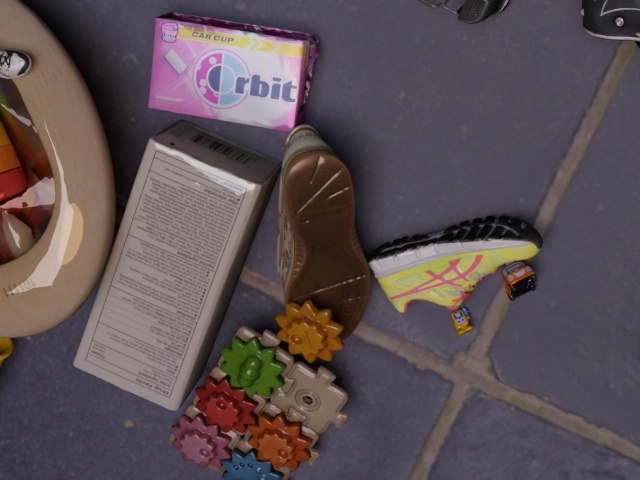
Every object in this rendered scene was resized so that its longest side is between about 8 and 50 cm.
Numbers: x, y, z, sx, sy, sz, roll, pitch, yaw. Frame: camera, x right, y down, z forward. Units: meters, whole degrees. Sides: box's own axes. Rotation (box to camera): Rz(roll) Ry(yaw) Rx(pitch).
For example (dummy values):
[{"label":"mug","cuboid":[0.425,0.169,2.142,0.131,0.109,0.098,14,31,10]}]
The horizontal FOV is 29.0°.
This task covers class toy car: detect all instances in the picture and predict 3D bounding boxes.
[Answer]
[{"label":"toy car","cuboid":[0.198,0.062,1.456,0.122,0.060,0.040,-32,66,12]}]

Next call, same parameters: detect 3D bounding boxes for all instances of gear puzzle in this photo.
[{"label":"gear puzzle","cuboid":[-0.062,0.202,1.511,0.175,0.044,0.339,34,126,1]}]

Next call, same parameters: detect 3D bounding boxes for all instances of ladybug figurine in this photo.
[{"label":"ladybug figurine","cuboid":[-0.387,-0.107,1.449,0.305,0.162,0.449,-20,89,12]}]

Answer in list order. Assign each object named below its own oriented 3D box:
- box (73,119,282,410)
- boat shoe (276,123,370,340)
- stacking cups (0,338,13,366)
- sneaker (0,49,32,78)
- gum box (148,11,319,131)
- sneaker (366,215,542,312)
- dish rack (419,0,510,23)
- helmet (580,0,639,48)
[{"label":"box","cuboid":[-0.172,0.030,1.489,0.148,0.121,0.311,24,110,4]},{"label":"boat shoe","cuboid":[0.000,0.000,1.453,0.105,0.089,0.285,-7,127,-9]},{"label":"stacking cups","cuboid":[-0.506,0.251,1.649,0.096,0.096,0.316,29,113,3]},{"label":"sneaker","cuboid":[-0.355,-0.194,1.337,0.083,0.037,0.031,5,90,7]},{"label":"gum box","cuboid":[-0.098,-0.196,1.437,0.188,0.062,0.107,10,109,9]},{"label":"sneaker","cuboid":[0.164,0.033,1.445,0.209,0.081,0.094,-13,104,26]},{"label":"dish rack","cuboid":[0.101,-0.366,1.313,0.272,0.074,0.208,29,130,8]},{"label":"helmet","cuboid":[0.359,-0.252,1.272,0.161,0.169,0.169,41,111,-19]}]
